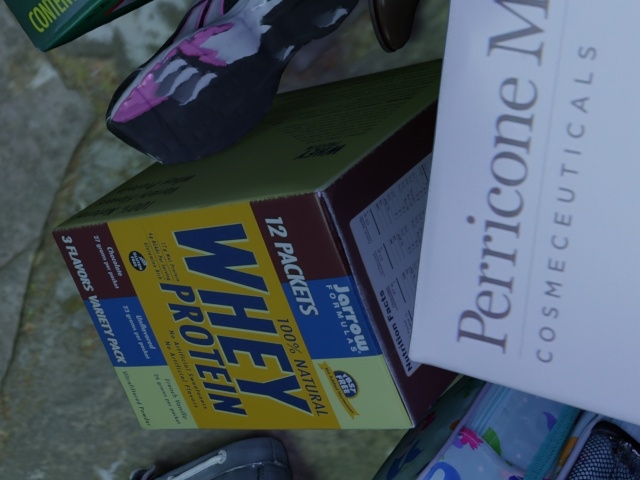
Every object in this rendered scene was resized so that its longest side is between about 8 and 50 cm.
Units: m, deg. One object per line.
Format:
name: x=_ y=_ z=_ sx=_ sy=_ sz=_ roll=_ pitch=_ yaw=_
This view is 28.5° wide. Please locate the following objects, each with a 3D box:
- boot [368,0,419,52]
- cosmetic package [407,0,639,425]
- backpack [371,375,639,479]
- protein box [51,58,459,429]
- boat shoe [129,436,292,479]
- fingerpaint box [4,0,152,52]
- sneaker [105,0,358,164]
boot: x=0.085 y=-0.145 z=0.699 sx=0.114 sy=0.037 sz=0.106 roll=15 pitch=127 yaw=23
cosmetic package: x=0.230 y=-0.038 z=0.314 sx=0.385 sy=0.156 sz=0.217 roll=12 pitch=115 yaw=22
backpack: x=0.124 y=0.168 z=0.715 sx=0.191 sy=0.253 sz=0.225 roll=45 pitch=137 yaw=10
protein box: x=0.000 y=0.000 z=0.733 sx=0.200 sy=0.201 sz=0.136 roll=-7 pitch=112 yaw=39
boat shoe: x=-0.121 y=0.238 z=1.067 sx=0.319 sy=0.116 sz=0.099 roll=-27 pitch=56 yaw=50
fingerpaint box: x=-0.082 y=-0.361 z=0.593 sx=0.445 sy=0.163 sz=0.371 roll=-27 pitch=99 yaw=43
sneaker: x=-0.055 y=-0.115 z=0.738 sx=0.077 sy=0.178 sz=0.072 roll=27 pitch=153 yaw=52
